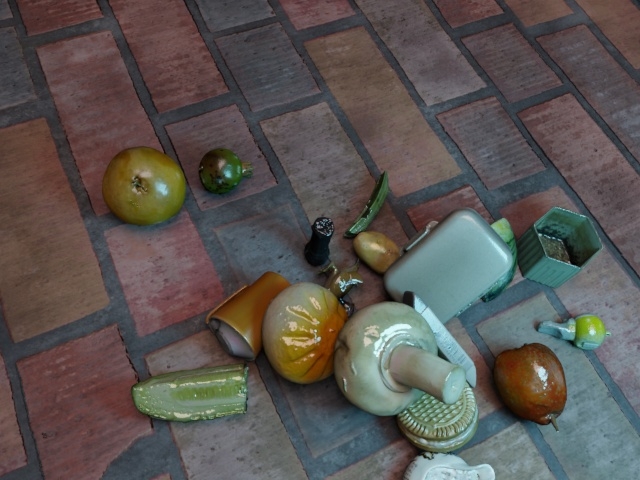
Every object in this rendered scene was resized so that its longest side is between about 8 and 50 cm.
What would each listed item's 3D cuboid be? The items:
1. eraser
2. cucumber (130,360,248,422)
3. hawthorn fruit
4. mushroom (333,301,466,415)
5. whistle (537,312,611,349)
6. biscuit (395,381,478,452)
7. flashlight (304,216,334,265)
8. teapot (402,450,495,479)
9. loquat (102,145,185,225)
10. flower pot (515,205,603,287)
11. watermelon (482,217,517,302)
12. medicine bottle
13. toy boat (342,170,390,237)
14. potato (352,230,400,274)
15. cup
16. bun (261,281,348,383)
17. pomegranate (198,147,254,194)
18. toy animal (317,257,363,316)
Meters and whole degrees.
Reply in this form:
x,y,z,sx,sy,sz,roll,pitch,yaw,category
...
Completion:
x,y,z,sx,sy,sz,roll,pitch,yaw,category
0.359,0.297,1.669,0.061,0.089,0.352,-42,99,-11,eraser
-0.365,0.435,1.583,0.324,0.105,0.145,-5,91,-9,cucumber
0.633,0.441,1.639,0.210,0.211,0.263,-11,63,-12,hawthorn fruit
0.215,0.332,1.536,0.355,0.315,0.315,11,62,9,mushroom
0.826,0.285,1.803,0.222,0.123,0.123,6,62,14,whistle
0.333,0.485,1.610,0.258,0.079,0.259,-7,41,6,biscuit
0.000,0.000,1.769,0.092,0.232,0.093,4,64,-7,flashlight
0.316,0.690,1.510,0.299,0.166,0.209,-13,77,-24,teapot
-0.569,-0.172,1.793,0.262,0.263,0.263,3,63,-6,loquat
0.799,0.024,1.880,0.239,0.190,0.209,18,63,4,flower pot
0.548,0.054,1.879,0.212,0.201,0.262,-31,112,-20,watermelon
0.389,0.090,1.715,0.282,0.123,0.375,46,109,0,medicine bottle
0.176,-0.120,1.933,0.055,0.093,0.293,37,64,-9,toy boat
0.193,0.037,1.844,0.178,0.109,0.118,39,43,7,potato
-0.217,0.219,1.687,0.226,0.183,0.264,16,49,37,cup
-0.018,0.266,1.608,0.298,0.164,0.299,6,80,-41,bun
-0.326,-0.239,1.908,0.204,0.159,0.159,-10,62,-39,pomegranate
0.083,0.143,1.798,0.188,0.089,0.179,-37,90,-22,toy animal
